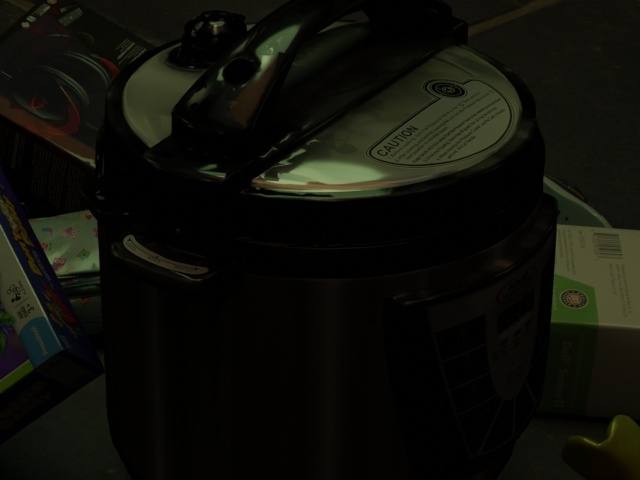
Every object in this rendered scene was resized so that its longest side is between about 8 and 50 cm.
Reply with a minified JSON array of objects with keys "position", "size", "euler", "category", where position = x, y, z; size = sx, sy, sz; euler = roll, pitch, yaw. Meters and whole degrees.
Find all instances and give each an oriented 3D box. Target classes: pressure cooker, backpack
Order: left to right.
[{"position":[-0.244,0.035,1.678],"size":[0.182,0.115,0.152],"euler":[-7,34,-13],"category":"backpack"},{"position":[-0.006,-0.001,1.309],"size":[0.375,0.420,0.370],"euler":[-4,29,-9],"category":"pressure cooker"}]

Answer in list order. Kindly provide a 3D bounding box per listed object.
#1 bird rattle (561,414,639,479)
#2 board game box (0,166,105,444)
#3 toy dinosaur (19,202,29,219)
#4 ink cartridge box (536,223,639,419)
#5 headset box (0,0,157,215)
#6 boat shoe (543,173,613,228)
[{"position":[0.244,0.287,1.337],"size":[0.207,0.143,0.253],"euler":[-12,45,-4],"category":"bird rattle"},{"position":[-0.371,0.038,1.446],"size":[0.233,0.078,0.347],"euler":[-36,63,7],"category":"board game box"},{"position":[-0.392,0.039,1.565],"size":[0.160,0.313,0.121],"euler":[45,49,-3],"category":"toy dinosaur"},{"position":[0.379,0.088,1.648],"size":[0.353,0.119,0.207],"euler":[4,29,3],"category":"ink cartridge box"},{"position":[-0.256,-0.135,1.874],"size":[0.293,0.110,0.218],"euler":[30,49,9],"category":"headset box"},{"position":[0.303,-0.025,1.892],"size":[0.083,0.065,0.183],"euler":[3,35,-50],"category":"boat shoe"}]
